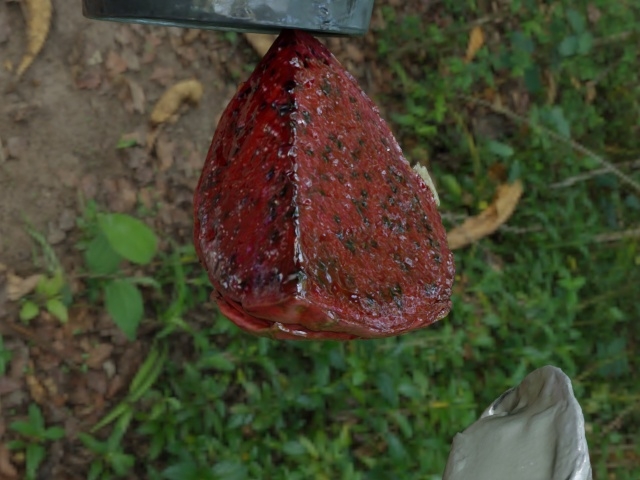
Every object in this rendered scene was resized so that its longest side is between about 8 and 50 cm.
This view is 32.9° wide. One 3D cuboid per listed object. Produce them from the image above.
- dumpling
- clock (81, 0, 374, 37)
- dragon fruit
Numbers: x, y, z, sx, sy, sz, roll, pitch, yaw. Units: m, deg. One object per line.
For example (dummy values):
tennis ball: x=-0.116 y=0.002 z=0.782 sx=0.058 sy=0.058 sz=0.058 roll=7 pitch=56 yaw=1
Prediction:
dumpling: x=0.249 y=0.278 z=1.245 sx=0.163 sy=0.204 sz=0.293 roll=48 pitch=15 yaw=-21
clock: x=-0.086 y=-0.225 z=1.013 sx=0.280 sy=0.280 sz=0.056 roll=-14 pitch=110 yaw=-64
dragon fruit: x=0.000 y=0.000 z=0.936 sx=0.205 sy=0.152 sz=0.317 roll=30 pitch=39 yaw=-31
